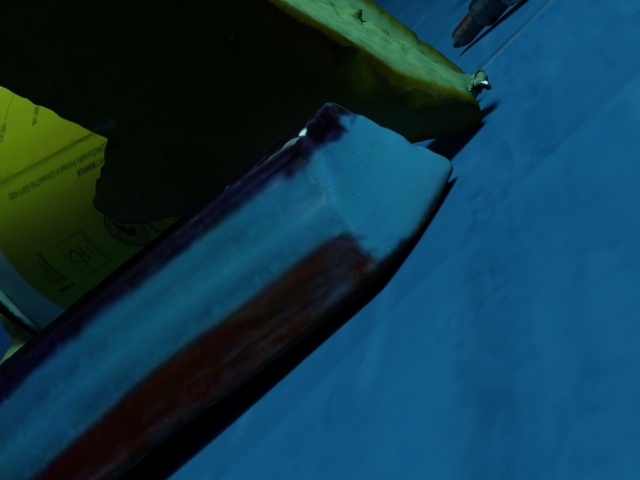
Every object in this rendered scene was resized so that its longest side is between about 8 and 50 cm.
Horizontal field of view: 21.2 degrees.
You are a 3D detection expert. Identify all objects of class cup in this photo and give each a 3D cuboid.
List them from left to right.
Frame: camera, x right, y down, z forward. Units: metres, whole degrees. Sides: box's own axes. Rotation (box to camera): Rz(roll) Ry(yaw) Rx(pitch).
[{"bbox_3d":[-0.089,-0.051,0.971,0.280,0.196,0.196,-24,21,53],"label":"cup"}]

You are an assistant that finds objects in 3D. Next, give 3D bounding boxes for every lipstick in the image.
[{"bbox_3d":[0.101,-0.140,0.963,0.025,0.025,0.107,-49,1,-37],"label":"lipstick"}]

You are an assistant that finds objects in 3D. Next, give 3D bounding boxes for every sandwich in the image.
[{"bbox_3d":[-0.055,-0.083,0.742,0.128,0.236,0.122,-56,8,27],"label":"sandwich"}]

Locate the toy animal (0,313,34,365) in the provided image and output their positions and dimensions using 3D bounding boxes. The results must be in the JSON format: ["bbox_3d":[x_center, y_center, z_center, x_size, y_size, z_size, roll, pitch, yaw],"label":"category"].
[{"bbox_3d":[-0.195,0.091,1.216,0.218,0.103,0.101,-55,-14,-33],"label":"toy animal"}]

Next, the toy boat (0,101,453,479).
[{"bbox_3d":[-0.097,0.070,0.742,0.392,0.079,0.136,-37,9,38],"label":"toy boat"}]
